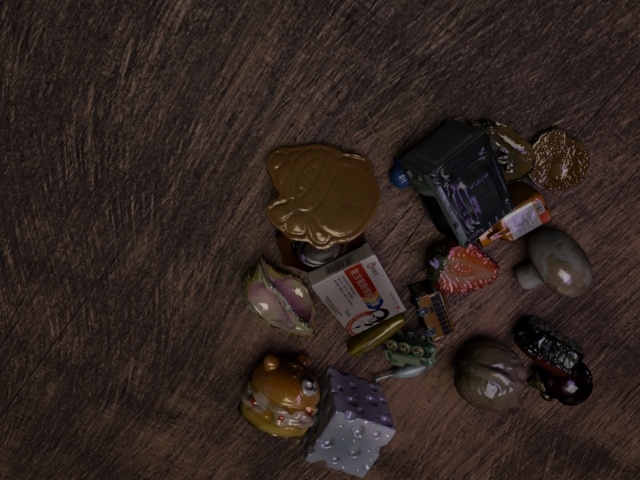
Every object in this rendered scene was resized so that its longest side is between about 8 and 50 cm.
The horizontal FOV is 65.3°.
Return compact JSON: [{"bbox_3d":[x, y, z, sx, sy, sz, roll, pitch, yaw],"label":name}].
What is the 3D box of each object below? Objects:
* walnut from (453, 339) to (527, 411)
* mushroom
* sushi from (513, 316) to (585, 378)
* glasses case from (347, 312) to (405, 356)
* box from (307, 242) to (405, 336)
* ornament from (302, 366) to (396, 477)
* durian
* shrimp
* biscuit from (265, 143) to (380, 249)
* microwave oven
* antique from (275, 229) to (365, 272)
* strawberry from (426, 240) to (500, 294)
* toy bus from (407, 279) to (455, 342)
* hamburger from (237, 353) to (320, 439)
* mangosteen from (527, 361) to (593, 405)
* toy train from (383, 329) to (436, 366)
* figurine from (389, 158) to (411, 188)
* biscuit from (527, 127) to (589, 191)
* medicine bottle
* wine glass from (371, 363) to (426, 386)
[{"bbox_3d":[0.597,0.479,1.776,0.249,0.248,0.248,-2,113,-5],"label":"walnut"},{"bbox_3d":[0.752,0.090,1.643,0.244,0.243,0.243,-2,113,-5],"label":"mushroom"},{"bbox_3d":[0.807,0.373,1.763,0.225,0.136,0.126,42,115,26],"label":"sushi"},{"bbox_3d":[0.195,0.326,1.749,0.234,0.079,0.064,-36,119,10],"label":"glasses case"},{"bbox_3d":[0.126,0.169,1.613,0.215,0.069,0.353,-27,139,6],"label":"box"},{"bbox_3d":[0.089,0.646,1.790,0.240,0.239,0.239,23,108,-15],"label":"ornament"},{"bbox_3d":[-0.154,0.195,1.624,0.196,0.185,0.305,-32,110,29],"label":"durian"},{"bbox_3d":[0.538,-0.269,1.535,0.253,0.058,0.173,28,123,-5],"label":"shrimp"},{"bbox_3d":[-0.003,-0.134,1.460,0.352,0.057,0.311,18,78,-3],"label":"biscuit"},{"bbox_3d":[0.409,-0.163,1.459,0.238,0.181,0.295,-38,122,-2],"label":"microwave oven"},{"bbox_3d":[0.000,0.000,1.560,0.279,0.129,0.223,-9,117,-1],"label":"antique"},{"bbox_3d":[0.448,0.085,1.653,0.287,0.106,0.188,10,99,-25],"label":"strawberry"},{"bbox_3d":[0.383,0.237,1.719,0.114,0.098,0.200,-24,115,2],"label":"toy bus"},{"bbox_3d":[-0.120,0.512,1.708,0.277,0.276,0.236,19,99,-14],"label":"hamburger"},{"bbox_3d":[0.885,0.525,1.858,0.231,0.194,0.194,-28,115,31],"label":"mangosteen"},{"bbox_3d":[0.313,0.384,1.743,0.194,0.081,0.125,5,123,38],"label":"toy train"},{"bbox_3d":[0.283,-0.212,1.535,0.149,0.086,0.087,-11,138,-13],"label":"figurine"},{"bbox_3d":[0.738,-0.248,1.573,0.208,0.049,0.180,23,109,-13],"label":"biscuit"},{"bbox_3d":[0.583,-0.076,1.576,0.222,0.149,0.112,-31,114,8],"label":"medicine bottle"},{"bbox_3d":[0.291,0.487,1.840,0.198,0.066,0.066,-16,114,0],"label":"wine glass"}]
